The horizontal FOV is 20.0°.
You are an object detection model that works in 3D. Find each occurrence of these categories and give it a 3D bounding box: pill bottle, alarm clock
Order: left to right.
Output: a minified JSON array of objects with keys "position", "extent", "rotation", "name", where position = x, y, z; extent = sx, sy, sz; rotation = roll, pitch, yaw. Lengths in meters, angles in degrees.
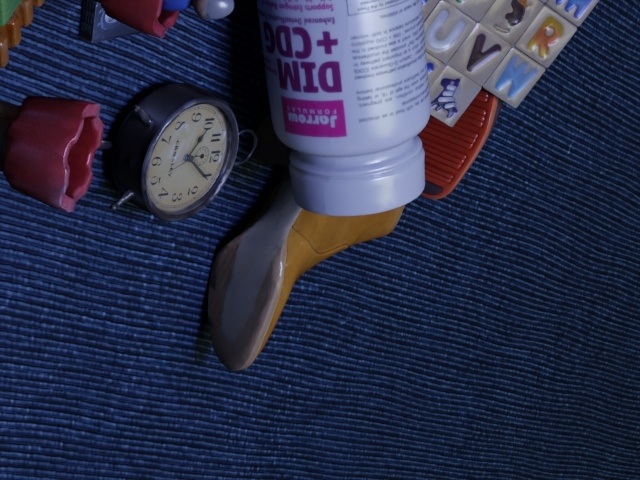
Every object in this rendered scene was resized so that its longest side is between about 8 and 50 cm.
[{"position":[-0.131,-0.089,1.775],"extent":[0.192,0.064,0.129],"rotation":[-5,117,-48],"name":"alarm clock"},{"position":[0.025,-0.178,1.778],"extent":[0.160,0.160,0.283],"rotation":[-27,119,-40],"name":"pill bottle"}]

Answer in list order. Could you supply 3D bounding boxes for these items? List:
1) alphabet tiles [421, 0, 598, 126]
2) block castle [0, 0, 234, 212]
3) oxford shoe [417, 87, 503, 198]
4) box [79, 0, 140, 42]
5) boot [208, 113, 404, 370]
[{"position":[0.183,-0.294,1.944],"extent":[0.285,0.011,0.342],"rotation":[29,104,-33],"name":"alphabet tiles"},{"position":[-0.175,-0.273,1.307],"extent":[0.453,0.213,0.303],"rotation":[98,10,-47],"name":"block castle"},{"position":[0.183,-0.173,2.101],"extent":[0.098,0.097,0.271],"rotation":[-1,116,-62],"name":"oxford shoe"},{"position":[-0.184,-0.225,1.647],"extent":[0.067,0.018,0.083],"rotation":[-18,127,-46],"name":"box"},{"position":[-0.001,-0.001,1.964],"extent":[0.211,0.104,0.295],"rotation":[2,106,-47],"name":"boot"}]
